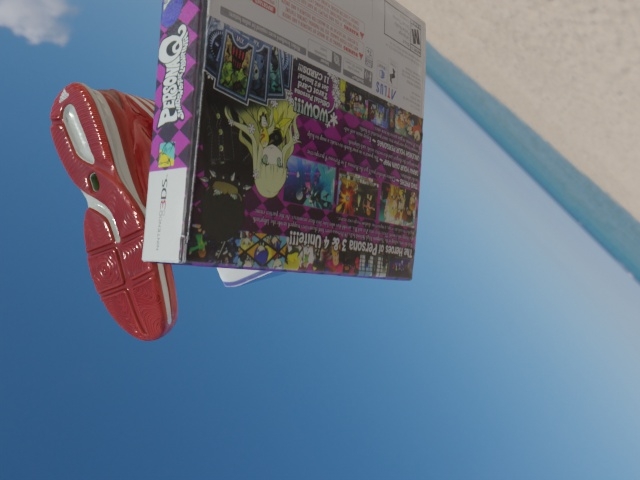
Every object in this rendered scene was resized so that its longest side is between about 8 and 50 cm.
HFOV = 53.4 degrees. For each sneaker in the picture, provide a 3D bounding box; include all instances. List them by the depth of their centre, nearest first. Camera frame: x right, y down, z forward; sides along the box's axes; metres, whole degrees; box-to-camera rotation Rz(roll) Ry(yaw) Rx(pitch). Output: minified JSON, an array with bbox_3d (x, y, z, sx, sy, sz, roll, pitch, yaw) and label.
[{"bbox_3d":[-0.140,-0.032,0.561,0.128,0.087,0.221,-16,-89,-54],"label":"sneaker"}]

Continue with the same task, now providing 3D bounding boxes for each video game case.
[{"bbox_3d":[-0.005,-0.082,0.421,0.232,0.042,0.210,7,-95,-52],"label":"video game case"}]

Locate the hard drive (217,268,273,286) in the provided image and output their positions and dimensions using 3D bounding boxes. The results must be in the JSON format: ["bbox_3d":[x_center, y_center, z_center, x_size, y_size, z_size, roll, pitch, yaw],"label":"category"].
[{"bbox_3d":[0.000,0.000,0.857,0.319,0.210,0.040,8,-120,-84],"label":"hard drive"}]
